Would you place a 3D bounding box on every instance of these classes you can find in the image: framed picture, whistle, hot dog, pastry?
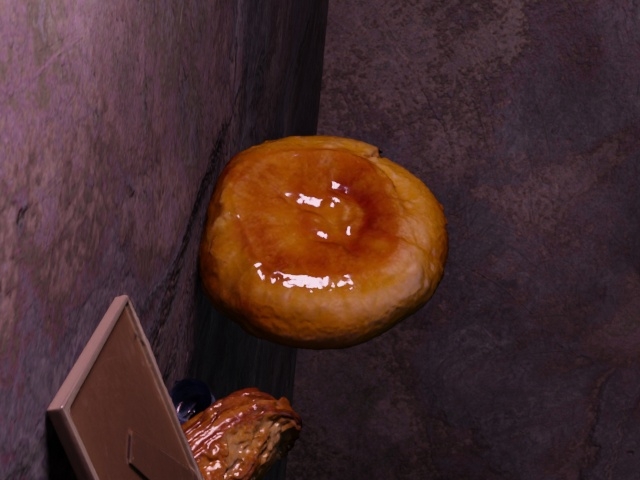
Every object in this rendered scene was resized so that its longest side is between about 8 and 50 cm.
[{"bbox_3d":[-0.164,0.206,1.128,0.192,0.018,0.265,-70,146,-61],"label":"framed picture"},{"bbox_3d":[-0.157,0.255,1.651,0.304,0.062,0.062,87,11,-67],"label":"whistle"},{"bbox_3d":[-0.139,0.286,1.485,0.259,0.114,0.175,-45,165,-33],"label":"hot dog"},{"bbox_3d":[0.000,0.000,1.635,0.163,0.356,0.356,102,-1,-46],"label":"pastry"}]
